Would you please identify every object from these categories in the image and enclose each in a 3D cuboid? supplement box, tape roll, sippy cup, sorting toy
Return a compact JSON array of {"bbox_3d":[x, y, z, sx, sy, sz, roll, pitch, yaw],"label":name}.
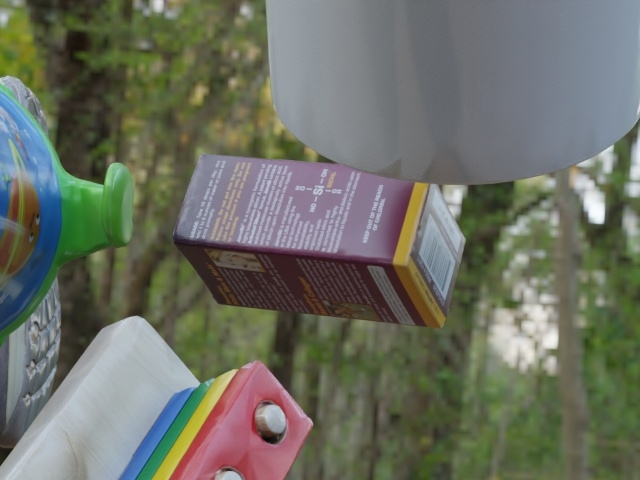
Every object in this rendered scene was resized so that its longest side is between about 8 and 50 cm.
[{"bbox_3d":[0.000,0.000,1.329,0.188,0.080,0.104,6,-27,23],"label":"supplement box"},{"bbox_3d":[0.086,-0.167,1.106,0.246,0.169,0.246,-2,34,2],"label":"tape roll"},{"bbox_3d":[-0.306,-0.028,1.272,0.305,0.240,0.224,-34,-4,-4],"label":"sippy cup"},{"bbox_3d":[-0.046,0.197,0.813,0.089,0.255,0.257,-23,-67,38],"label":"sorting toy"}]

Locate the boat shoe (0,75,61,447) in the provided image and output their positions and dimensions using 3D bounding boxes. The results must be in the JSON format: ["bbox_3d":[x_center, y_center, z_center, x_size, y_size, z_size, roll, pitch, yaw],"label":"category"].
[{"bbox_3d":[-0.322,0.023,1.694,0.130,0.355,0.132,-5,-16,4],"label":"boat shoe"}]
